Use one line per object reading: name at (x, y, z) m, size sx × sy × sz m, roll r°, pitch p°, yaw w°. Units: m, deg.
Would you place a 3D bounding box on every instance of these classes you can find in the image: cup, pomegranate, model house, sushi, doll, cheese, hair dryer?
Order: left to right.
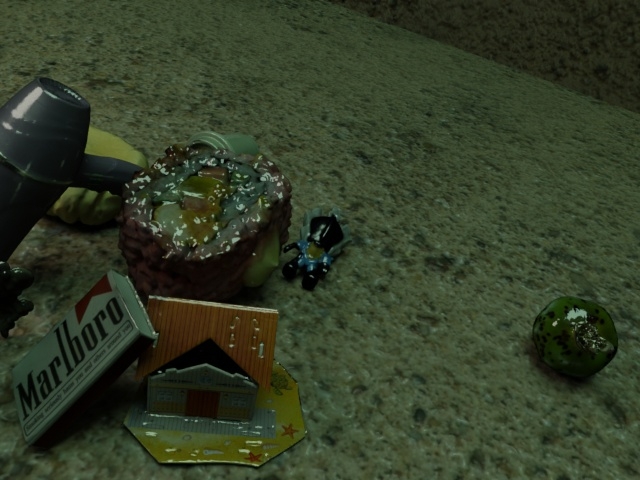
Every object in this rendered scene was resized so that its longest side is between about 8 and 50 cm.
cheese at (-0.405, -0.121, 0.984) m, size 0.214 × 0.117 × 0.226 m, roll 29°, pitch 34°, yaw 11°
hair dryer at (-0.337, -0.052, 0.858) m, size 0.121 × 0.301 × 0.361 m, roll 42°, pitch 16°, yaw 29°
sushi at (-0.163, -0.012, 0.864) m, size 0.236 × 0.171 × 0.270 m, roll 22°, pitch 39°, yaw 12°
cup at (-0.185, -0.157, 1.106) m, size 0.120 × 0.120 × 0.141 m, roll 24°, pitch 28°, yaw 14°
model house at (-0.113, 0.142, 0.697) m, size 0.219 × 0.136 × 0.207 m, roll 8°, pitch 34°, yaw -8°
doll at (0.000, 0.000, 0.985) m, size 0.096 × 0.070 × 0.195 m, roll 31°, pitch 44°, yaw -1°
pomegranate at (0.380, 0.142, 0.852) m, size 0.122 × 0.122 × 0.161 m, roll 18°, pitch -4°, yaw 6°

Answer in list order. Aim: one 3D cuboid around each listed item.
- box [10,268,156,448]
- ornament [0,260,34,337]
box at (-0.272, 0.130, 0.653) m, size 0.115 × 0.177 × 0.036 m, roll 48°, pitch 5°, yaw 41°
ornament at (-0.451, 0.060, 0.619) m, size 0.260 × 0.251 × 0.106 m, roll -19°, pitch 46°, yaw -26°
